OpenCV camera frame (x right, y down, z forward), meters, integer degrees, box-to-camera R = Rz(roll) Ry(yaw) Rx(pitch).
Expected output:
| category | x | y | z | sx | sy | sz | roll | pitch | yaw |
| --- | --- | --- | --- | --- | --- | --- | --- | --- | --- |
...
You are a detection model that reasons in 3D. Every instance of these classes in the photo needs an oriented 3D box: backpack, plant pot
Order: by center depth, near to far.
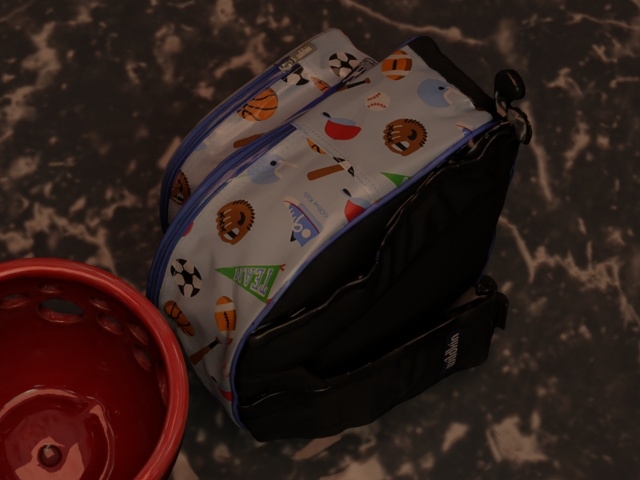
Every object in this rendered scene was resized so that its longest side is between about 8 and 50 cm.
| category | x | y | z | sx | sy | sz | roll | pitch | yaw |
| --- | --- | --- | --- | --- | --- | --- | --- | --- | --- |
| plant pot | -0.187 | 0.127 | 1.022 | 0.191 | 0.174 | 0.191 | 2 | 68 | -6 |
| backpack | 0.000 | 0.000 | 1.055 | 0.213 | 0.276 | 0.263 | 35 | 61 | 26 |
